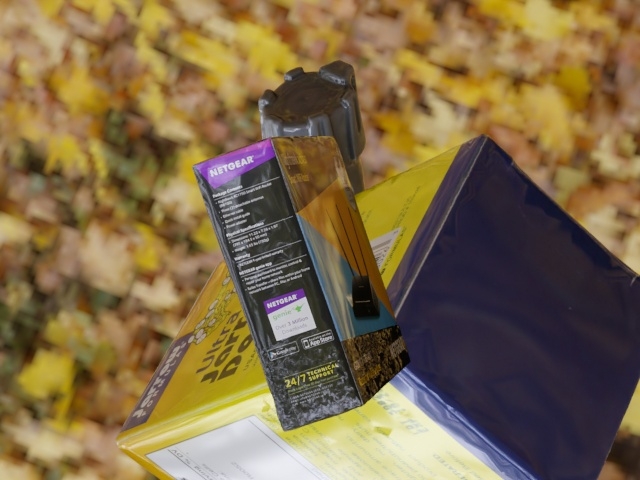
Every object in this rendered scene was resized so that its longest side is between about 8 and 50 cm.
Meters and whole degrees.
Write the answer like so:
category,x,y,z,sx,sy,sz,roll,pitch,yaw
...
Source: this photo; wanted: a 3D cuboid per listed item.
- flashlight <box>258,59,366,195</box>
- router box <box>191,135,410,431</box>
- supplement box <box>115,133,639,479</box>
category,x,y,z,sx,sy,sz,roll,pitch,yaw
flashlight,0.000,0.000,1.697,0.103,0.103,0.304,-9,131,1
router box,-0.005,0.016,0.997,0.046,0.133,0.179,-19,180,10
supplement box,0.044,0.099,1.458,0.194,0.195,0.356,41,145,-18
